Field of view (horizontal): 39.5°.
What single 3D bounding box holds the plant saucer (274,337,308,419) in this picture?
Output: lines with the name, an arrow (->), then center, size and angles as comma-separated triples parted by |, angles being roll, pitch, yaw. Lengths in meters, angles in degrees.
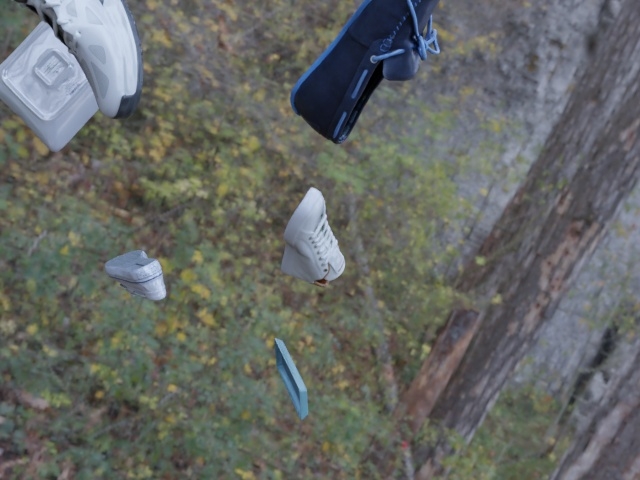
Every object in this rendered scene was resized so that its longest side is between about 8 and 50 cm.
plant saucer -> -0.055, 0.254, 1.659 | 0.018, 0.067, 0.192 | -9, 25, -14

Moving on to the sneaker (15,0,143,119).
sneaker -> -0.484, -0.403, 1.538 | 0.258, 0.447, 0.169 | -17, -5, -33

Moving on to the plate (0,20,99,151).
plate -> -0.599, -0.383, 2.025 | 0.278, 0.277, 0.045 | 43, -2, 18

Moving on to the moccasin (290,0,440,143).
moccasin -> 0.099, -0.270, 1.254 | 0.117, 0.342, 0.138 | 51, 42, 7

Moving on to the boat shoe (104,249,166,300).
boat shoe -> -0.347, 0.072, 1.669 | 0.083, 0.075, 0.226 | -23, 14, -19

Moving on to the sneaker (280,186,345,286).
sneaker -> 0.000, 0.000, 1.694 | 0.123, 0.106, 0.290 | 27, -25, 9
